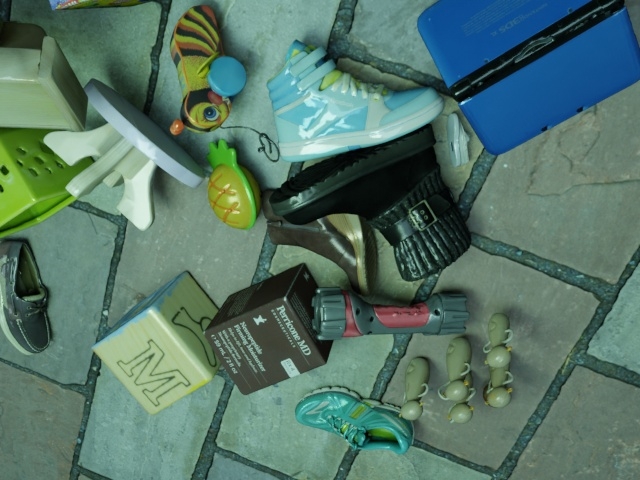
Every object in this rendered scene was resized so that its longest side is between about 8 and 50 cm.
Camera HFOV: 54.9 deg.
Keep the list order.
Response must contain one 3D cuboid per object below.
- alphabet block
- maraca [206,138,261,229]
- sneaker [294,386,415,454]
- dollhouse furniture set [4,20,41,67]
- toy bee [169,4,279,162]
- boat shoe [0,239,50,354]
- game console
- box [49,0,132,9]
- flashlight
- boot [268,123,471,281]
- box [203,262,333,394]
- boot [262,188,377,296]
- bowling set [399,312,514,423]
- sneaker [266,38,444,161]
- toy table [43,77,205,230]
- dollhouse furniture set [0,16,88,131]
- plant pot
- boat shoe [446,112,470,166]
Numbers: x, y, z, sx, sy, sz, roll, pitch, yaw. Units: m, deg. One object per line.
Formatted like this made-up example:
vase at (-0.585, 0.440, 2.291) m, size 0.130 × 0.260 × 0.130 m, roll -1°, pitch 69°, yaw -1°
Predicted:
alphabet block at (-0.328, 0.219, 1.337) m, size 0.193 × 0.192 × 0.197 m, roll -32°, pitch 101°, yaw 23°
maraca at (-0.176, -0.108, 1.218) m, size 0.127 × 0.099 × 0.186 m, roll -3°, pitch 109°, yaw 49°
sneaker at (0.073, 0.403, 1.369) m, size 0.275 × 0.110 × 0.107 m, roll 9°, pitch 113°, yaw 9°
dollhouse furniture set at (-0.702, -0.351, 1.199) m, size 0.212 × 0.161 × 0.242 m, roll -32°, pitch 102°, yaw 21°
toy bee at (-0.208, -0.265, 1.107) m, size 0.298 × 0.162 × 0.195 m, roll 56°, pitch 155°, yaw 15°
boat shoe at (-0.683, 0.133, 1.425) m, size 0.092 × 0.103 × 0.286 m, roll -6°, pitch 104°, yaw 19°
game console at (0.357, -0.334, 1.058) m, size 0.293 × 0.173 × 0.250 m, roll -28°, pitch 72°, yaw 20°
box at (-0.261, -0.495, 0.985) m, size 0.289 × 0.279 × 0.177 m, roll -8°, pitch 109°, yaw 15°
flashlight at (0.138, 0.138, 1.204) m, size 0.303 × 0.103 × 0.103 m, roll -1°, pitch 82°, yaw -12°
boot at (0.103, -0.034, 1.109) m, size 0.347 × 0.131 × 0.260 m, roll -24°, pitch 107°, yaw -15°
box at (-0.098, 0.183, 1.284) m, size 0.203 × 0.167 × 0.169 m, roll -25°, pitch 104°, yaw 20°
boot at (0.000, 0.000, 1.252) m, size 0.206 × 0.090 × 0.249 m, roll -3°, pitch 113°, yaw 26°
bowling set at (0.319, 0.297, 1.236) m, size 0.200 × 0.154 × 0.287 m, roll 39°, pitch 126°, yaw -13°
sneaker at (0.046, -0.271, 1.095) m, size 0.318 × 0.127 × 0.208 m, roll -13°, pitch 110°, yaw 15°
toy table at (-0.377, -0.157, 1.180) m, size 0.274 × 0.252 × 0.161 m, roll 45°, pitch 98°, yaw 4°
dollhouse furniture set at (-0.502, -0.390, 0.961) m, size 0.256 × 0.362 × 0.395 m, roll 2°, pitch 74°, yaw -5°
plant pot at (-0.623, -0.140, 1.239) m, size 0.227 × 0.228 × 0.207 m, roll -26°, pitch 98°, yaw 21°
boat shoe at (0.257, -0.187, 1.137) m, size 0.035 × 0.035 × 0.100 m, roll -14°, pitch 106°, yaw -12°
